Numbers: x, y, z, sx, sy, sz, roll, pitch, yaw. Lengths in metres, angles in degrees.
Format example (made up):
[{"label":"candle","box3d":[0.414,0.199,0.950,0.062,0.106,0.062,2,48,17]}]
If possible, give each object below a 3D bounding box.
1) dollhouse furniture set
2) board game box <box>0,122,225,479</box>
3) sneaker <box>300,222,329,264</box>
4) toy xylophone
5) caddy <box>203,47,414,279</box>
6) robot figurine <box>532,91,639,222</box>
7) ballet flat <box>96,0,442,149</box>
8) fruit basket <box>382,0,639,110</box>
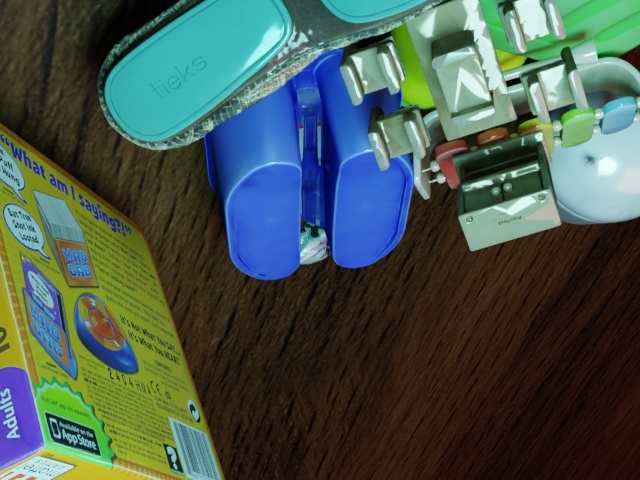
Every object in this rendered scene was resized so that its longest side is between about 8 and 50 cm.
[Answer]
[{"label":"dollhouse furniture set","box3d":[0.163,-0.140,1.098,0.212,0.161,0.242,-17,114,15]},{"label":"board game box","box3d":[-0.360,0.147,1.036,0.356,0.356,0.356,-27,153,9]},{"label":"sneaker","box3d":[0.000,0.000,1.536,0.098,0.038,0.069,-42,147,25]},{"label":"toy xylophone","box3d":[0.245,-0.143,1.269,0.323,0.081,0.236,-19,168,17]},{"label":"caddy","box3d":[-0.017,-0.098,1.279,0.241,0.179,0.341,-7,151,-6]},{"label":"robot figurine","box3d":[0.397,-0.123,1.514,0.300,0.200,0.353,-41,179,1]},{"label":"ballet flat","box3d":[-0.012,-0.254,1.044,0.483,0.164,0.182,-29,-167,22]},{"label":"fruit basket","box3d":[0.207,-0.312,1.224,0.392,0.283,0.392,-2,174,0]}]
